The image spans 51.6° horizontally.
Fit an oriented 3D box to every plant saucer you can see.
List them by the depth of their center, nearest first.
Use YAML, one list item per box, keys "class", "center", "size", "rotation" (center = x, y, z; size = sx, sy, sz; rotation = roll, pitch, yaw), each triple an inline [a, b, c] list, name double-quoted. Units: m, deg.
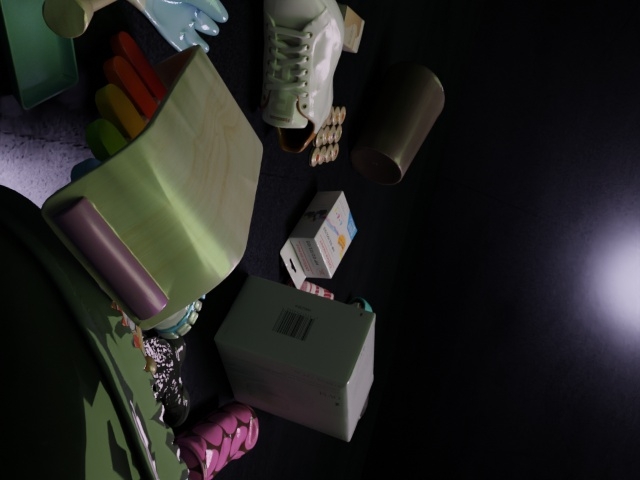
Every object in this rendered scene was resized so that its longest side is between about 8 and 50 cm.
- class: "plant saucer"
  center: [-0.216, -0.196, 0.481]
  size: [0.067, 0.018, 0.192]
  rotation: [-54, 154, -50]

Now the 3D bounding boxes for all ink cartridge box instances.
- class: "ink cartridge box"
  center: [0.000, 0.000, 1.272]
  size: [0.181, 0.061, 0.104]
  rotation: [-59, 139, -40]

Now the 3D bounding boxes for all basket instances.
- class: "basket"
  center: [0.168, -0.253, 1.494]
  size: [0.204, 0.154, 0.227]
  rotation: [84, 31, -61]

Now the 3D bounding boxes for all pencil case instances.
- class: "pencil case"
  center: [-0.168, 0.324, 1.026]
  size: [0.209, 0.095, 0.098]
  rotation: [-15, 85, -69]

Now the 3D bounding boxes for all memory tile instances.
- class: "memory tile"
  center: [0.015, -0.201, 1.264]
  size: [0.148, 0.012, 0.113]
  rotation: [-31, 135, -67]

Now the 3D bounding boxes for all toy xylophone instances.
- class: "toy xylophone"
  center: [-0.131, -0.093, 0.546]
  size: [0.236, 0.081, 0.323]
  rotation: [60, 14, -19]

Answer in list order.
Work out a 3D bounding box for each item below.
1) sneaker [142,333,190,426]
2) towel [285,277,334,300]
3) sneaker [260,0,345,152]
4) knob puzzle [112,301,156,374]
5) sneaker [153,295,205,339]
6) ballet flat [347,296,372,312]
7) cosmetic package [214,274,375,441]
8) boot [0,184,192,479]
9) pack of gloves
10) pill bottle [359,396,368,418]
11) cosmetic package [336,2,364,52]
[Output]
- class: "sneaker"
  center: [-0.207, 0.180, 0.828]
  size: [0.089, 0.051, 0.170]
  rotation: [-44, 142, -60]
- class: "towel"
  center: [-0.047, 0.207, 1.416]
  size: [0.329, 0.037, 0.237]
  rotation: [36, 70, -74]
- class: "sneaker"
  center: [-0.031, -0.229, 0.909]
  size: [0.290, 0.105, 0.123]
  rotation: [82, 27, -59]
- class: "knob puzzle"
  center: [-0.185, 0.072, 0.623]
  size: [0.213, 0.029, 0.213]
  rotation: [165, -90, -83]
- class: "sneaker"
  center: [-0.163, 0.017, 0.785]
  size: [0.083, 0.071, 0.191]
  rotation: [48, 53, -54]
- class: "ballet flat"
  center: [0.068, 0.250, 1.801]
  size: [0.087, 0.083, 0.247]
  rotation: [61, 42, -34]
- class: "cosmetic package"
  center: [-0.034, 0.201, 1.107]
  size: [0.225, 0.224, 0.138]
  rotation: [84, 27, -52]
- class: "boot"
  center: [-0.297, 0.213, 0.383]
  size: [0.445, 0.146, 0.367]
  rotation: [-35, 107, -39]
- class: "pack of gloves"
  center: [-0.121, -0.298, 0.652]
  size: [0.232, 0.046, 0.195]
  rotation: [34, 74, -74]
- class: "pill bottle"
  center: [0.015, 0.302, 1.354]
  size: [0.278, 0.162, 0.162]
  rotation: [74, 36, -63]
- class: "cosmetic package"
  center: [0.036, -0.361, 1.124]
  size: [0.115, 0.041, 0.060]
  rotation: [-20, 125, -71]
